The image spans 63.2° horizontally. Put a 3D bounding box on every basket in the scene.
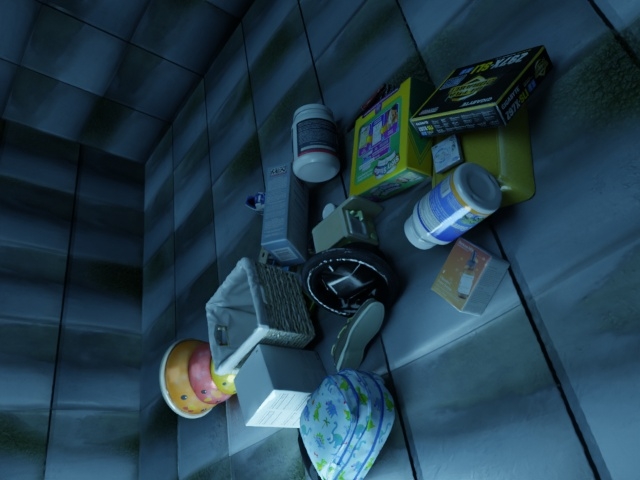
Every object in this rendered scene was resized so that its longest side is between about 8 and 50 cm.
[{"bbox_3d":[-0.235,0.299,1.975,0.331,0.266,0.328,-49,43,31],"label":"basket"}]

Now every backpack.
[{"bbox_3d":[0.075,0.561,1.590,0.355,0.273,0.290,-48,35,13],"label":"backpack"}]

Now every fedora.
[{"bbox_3d":[0.107,0.109,1.733,0.334,0.334,0.152,-36,17,40],"label":"fedora"}]

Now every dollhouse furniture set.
[{"bbox_3d":[-0.147,0.056,2.146,0.183,0.129,0.129,9,84,55],"label":"dollhouse furniture set"}]

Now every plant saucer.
[{"bbox_3d":[0.443,-0.242,1.526,0.332,0.081,0.333,-19,62,48],"label":"plant saucer"},{"bbox_3d":[-0.090,0.280,2.055,0.188,0.045,0.188,38,107,52],"label":"plant saucer"}]

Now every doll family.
[{"bbox_3d":[0.000,0.000,2.018,0.193,0.076,0.111,43,131,46],"label":"doll family"}]

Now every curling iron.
[{"bbox_3d":[0.180,-0.509,2.012,0.274,0.035,0.068,-36,50,40],"label":"curling iron"}]

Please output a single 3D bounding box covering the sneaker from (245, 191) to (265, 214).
[{"bbox_3d":[-0.229,-0.166,2.342,0.296,0.131,0.112,-9,68,50],"label":"sneaker"}]

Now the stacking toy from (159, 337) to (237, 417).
[{"bbox_3d":[-0.414,0.549,2.216,0.479,0.350,0.351,-21,60,30],"label":"stacking toy"}]

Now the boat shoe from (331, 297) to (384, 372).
[{"bbox_3d":[0.114,0.304,1.708,0.091,0.109,0.305,55,131,48],"label":"boat shoe"}]

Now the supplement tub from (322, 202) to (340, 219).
[{"bbox_3d":[0.068,-0.093,1.939,0.071,0.107,0.071,-25,57,46],"label":"supplement tub"}]

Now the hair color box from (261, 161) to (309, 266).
[{"bbox_3d":[-0.134,-0.105,2.070,0.113,0.185,0.375,-11,55,19],"label":"hair color box"}]

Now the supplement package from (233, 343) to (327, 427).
[{"bbox_3d":[-0.131,0.517,1.833,0.198,0.262,0.199,-55,40,24],"label":"supplement package"}]

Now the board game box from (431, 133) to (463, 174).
[{"bbox_3d":[0.374,-0.255,1.536,0.090,0.020,0.090,-29,54,44],"label":"board game box"}]

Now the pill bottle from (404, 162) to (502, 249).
[{"bbox_3d":[0.354,-0.082,1.443,0.272,0.152,0.152,133,138,-52],"label":"pill bottle"}]

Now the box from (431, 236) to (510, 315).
[{"bbox_3d":[0.409,0.099,1.428,0.130,0.091,0.171,41,110,52],"label":"box"}]

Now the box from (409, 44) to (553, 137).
[{"bbox_3d":[0.447,-0.415,1.473,0.257,0.079,0.322,-47,25,-20],"label":"box"}]

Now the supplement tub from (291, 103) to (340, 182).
[{"bbox_3d":[-0.022,-0.391,2.101,0.191,0.191,0.272,-29,55,44],"label":"supplement tub"}]

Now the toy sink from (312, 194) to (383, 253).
[{"bbox_3d":[0.106,-0.027,1.827,0.234,0.152,0.131,-39,48,36],"label":"toy sink"}]

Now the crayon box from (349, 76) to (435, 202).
[{"bbox_3d":[0.234,-0.319,1.752,0.363,0.106,0.313,157,121,-63],"label":"crayon box"}]
